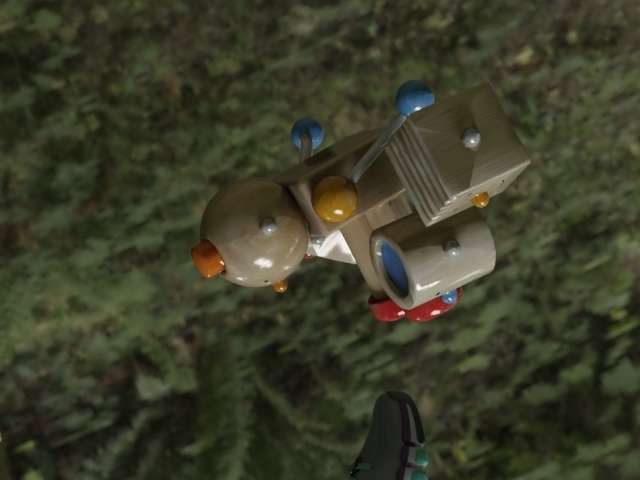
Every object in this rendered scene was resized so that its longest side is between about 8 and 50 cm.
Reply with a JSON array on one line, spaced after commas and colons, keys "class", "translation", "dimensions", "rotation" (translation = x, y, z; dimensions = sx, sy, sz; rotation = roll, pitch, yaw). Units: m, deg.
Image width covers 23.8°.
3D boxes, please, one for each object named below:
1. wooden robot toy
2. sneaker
[{"class": "wooden robot toy", "translation": [0.000, 0.000, 0.493], "dimensions": [0.079, 0.076, 0.173], "rotation": [-24, -174, -21]}, {"class": "sneaker", "translation": [0.030, 0.220, 1.188], "dimensions": [0.098, 0.223, 0.083], "rotation": [6, 153, -8]}]
